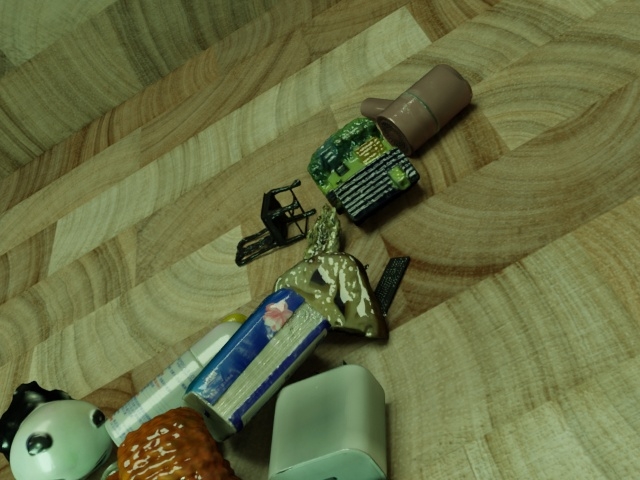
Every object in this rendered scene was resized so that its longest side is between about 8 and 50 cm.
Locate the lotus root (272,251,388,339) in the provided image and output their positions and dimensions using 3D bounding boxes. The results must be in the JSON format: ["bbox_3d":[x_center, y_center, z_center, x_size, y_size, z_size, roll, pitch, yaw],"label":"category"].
[{"bbox_3d":[0.023,0.105,1.756,0.261,0.074,0.170,0,72,35],"label":"lotus root"}]

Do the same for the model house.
[{"bbox_3d":[0.098,-0.142,1.986,0.194,0.170,0.211,-34,33,-1],"label":"model house"}]

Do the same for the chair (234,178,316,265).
[{"bbox_3d":[-0.129,-0.038,2.125,0.229,0.113,0.106,-21,33,17],"label":"chair"}]

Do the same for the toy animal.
[{"bbox_3d":[-0.542,0.418,1.823,0.212,0.212,0.267,-49,30,-19],"label":"toy animal"}]

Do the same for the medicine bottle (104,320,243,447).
[{"bbox_3d":[-0.263,0.299,1.789,0.341,0.130,0.130,-42,33,-8],"label":"medicine bottle"}]

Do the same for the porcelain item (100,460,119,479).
[{"bbox_3d":[-0.343,0.494,1.657,0.069,0.081,0.216,-50,34,-7],"label":"porcelain item"}]

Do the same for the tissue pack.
[{"bbox_3d":[-0.126,0.228,1.638,0.269,0.137,0.209,-45,-1,-22],"label":"tissue pack"}]

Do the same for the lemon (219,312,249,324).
[{"bbox_3d":[-0.183,0.190,1.920,0.092,0.065,0.065,-30,33,10],"label":"lemon"}]

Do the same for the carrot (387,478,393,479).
[{"bbox_3d":[-0.026,0.477,1.403,0.342,0.070,0.070,-32,32,3],"label":"carrot"}]

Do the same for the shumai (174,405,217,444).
[{"bbox_3d":[-0.247,0.380,1.687,0.105,0.123,0.139,-9,29,22],"label":"shumai"}]

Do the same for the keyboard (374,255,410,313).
[{"bbox_3d":[0.136,0.091,1.796,0.053,0.010,0.155,-8,42,39],"label":"keyboard"}]

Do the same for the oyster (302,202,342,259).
[{"bbox_3d":[0.000,0.001,1.981,0.108,0.053,0.165,-18,55,49],"label":"oyster"}]

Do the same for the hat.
[{"bbox_3d":[-0.305,0.483,1.460,0.400,0.285,0.285,-38,32,-7],"label":"hat"}]

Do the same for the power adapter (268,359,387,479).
[{"bbox_3d":[0.016,0.313,1.519,0.187,0.124,0.255,-23,33,19],"label":"power adapter"}]

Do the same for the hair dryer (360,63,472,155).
[{"bbox_3d":[0.202,-0.338,2.203,0.210,0.125,0.352,-42,26,-10],"label":"hair dryer"}]
